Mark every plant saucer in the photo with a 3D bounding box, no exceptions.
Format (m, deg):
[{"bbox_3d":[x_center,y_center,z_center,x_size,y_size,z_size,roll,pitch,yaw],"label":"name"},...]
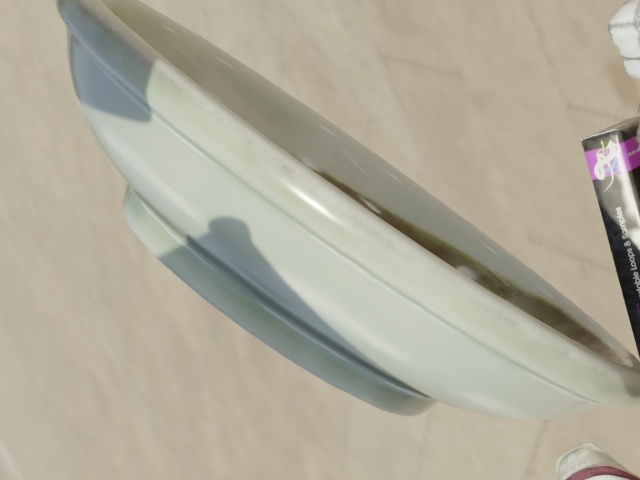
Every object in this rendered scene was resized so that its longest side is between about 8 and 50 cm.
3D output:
[{"bbox_3d":[0.000,0.000,0.984,0.400,0.100,0.400,34,-174,-4],"label":"plant saucer"}]

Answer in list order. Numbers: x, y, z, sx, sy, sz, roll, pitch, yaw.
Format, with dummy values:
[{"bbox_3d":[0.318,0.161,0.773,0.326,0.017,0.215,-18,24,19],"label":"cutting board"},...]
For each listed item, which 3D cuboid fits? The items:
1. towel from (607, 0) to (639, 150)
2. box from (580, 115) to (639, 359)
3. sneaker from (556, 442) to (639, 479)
[{"bbox_3d":[0.307,-0.124,0.850,0.235,0.284,0.121,-9,107,40],"label":"towel"},{"bbox_3d":[0.209,0.004,1.082,0.116,0.029,0.162,-21,-84,-65],"label":"box"},{"bbox_3d":[0.161,0.157,0.741,0.185,0.070,0.084,50,-161,-36],"label":"sneaker"}]
